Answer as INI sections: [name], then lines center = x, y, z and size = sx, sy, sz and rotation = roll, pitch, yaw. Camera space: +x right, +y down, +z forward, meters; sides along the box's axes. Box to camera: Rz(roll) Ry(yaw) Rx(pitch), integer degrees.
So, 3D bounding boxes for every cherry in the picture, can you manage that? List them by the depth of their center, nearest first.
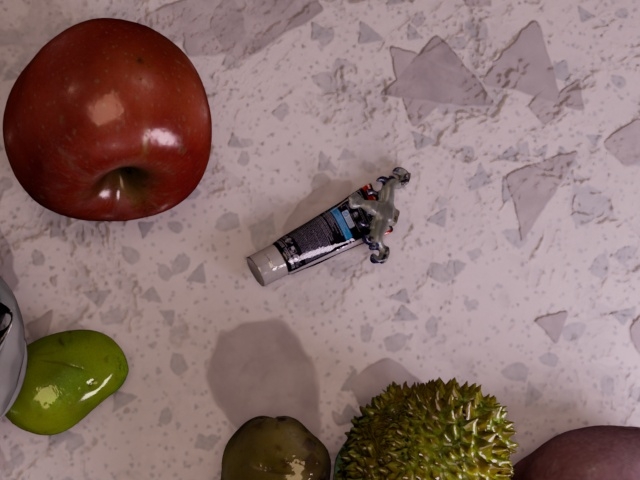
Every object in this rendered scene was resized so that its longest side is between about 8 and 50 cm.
[cherry]
center = 0.355, 0.335, 1.850
size = 0.239, 0.206, 0.239
rotation = 0, 95, -5

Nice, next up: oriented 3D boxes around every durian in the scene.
[durian]
center = 0.127, 0.291, 1.822
size = 0.224, 0.291, 0.291
rotation = 13, 81, 10

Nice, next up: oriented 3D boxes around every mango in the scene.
[mango]
center = -0.328, 0.174, 1.889
size = 0.163, 0.089, 0.117
rotation = -39, 78, -20

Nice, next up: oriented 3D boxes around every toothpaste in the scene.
[toothpaste]
center = 0.000, 0.000, 1.956
size = 0.193, 0.045, 0.071
rotation = -29, 93, -14

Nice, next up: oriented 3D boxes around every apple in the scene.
[apple]
center = -0.256, -0.147, 1.851
size = 0.260, 0.260, 0.217
rotation = -8, 59, -5

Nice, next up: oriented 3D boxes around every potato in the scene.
[potato]
center = -0.057, 0.315, 1.849
size = 0.137, 0.154, 0.200
rotation = 2, 87, -5

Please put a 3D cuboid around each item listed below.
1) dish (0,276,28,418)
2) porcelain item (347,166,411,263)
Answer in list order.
[dish]
center = -0.447, 0.146, 1.829
size = 0.303, 0.120, 0.303
rotation = -17, 61, 34
[porcelain item]
center = 0.068, -0.042, 1.957
size = 0.075, 0.021, 0.136
rotation = 23, 71, -19
